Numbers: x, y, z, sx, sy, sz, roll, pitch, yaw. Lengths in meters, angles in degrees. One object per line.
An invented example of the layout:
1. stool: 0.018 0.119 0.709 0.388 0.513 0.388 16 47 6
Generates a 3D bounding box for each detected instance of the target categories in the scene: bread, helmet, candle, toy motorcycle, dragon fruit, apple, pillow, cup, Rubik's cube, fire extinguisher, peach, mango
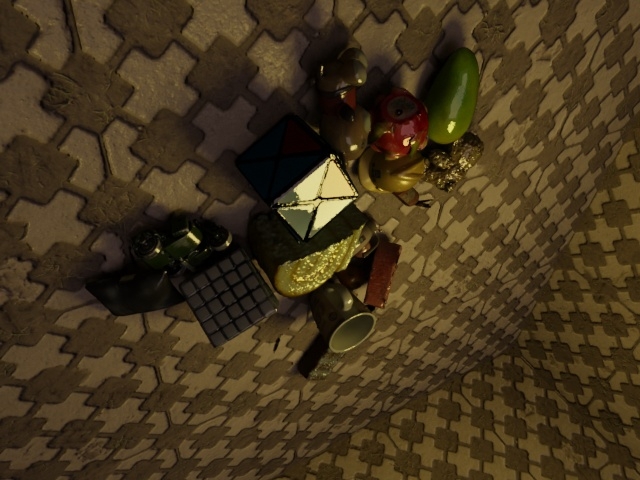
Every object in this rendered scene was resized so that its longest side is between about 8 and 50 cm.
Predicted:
1. bread: -0.041 0.029 1.786 0.395 0.239 0.264 -22 141 -26
2. helmet: 0.276 -0.254 1.796 0.256 0.140 0.205 -14 113 -25
3. bread: 0.064 0.496 2.424 0.165 0.113 0.417 13 118 -48
4. candle: 0.245 0.171 2.159 0.317 0.131 0.287 94 14 -45
5. toy motorcycle: -0.424 0.005 1.540 0.275 0.127 0.205 -32 141 1
6. dragon fruit: 0.247 -0.370 1.657 0.224 0.224 0.227 -28 152 -15
7. apple: 0.132 0.154 2.150 0.099 0.102 0.114 -47 141 11
8. pillow: -0.556 0.163 1.549 0.249 0.106 0.186 -11 143 4
9. cup: 0.064 0.273 2.087 0.227 0.257 0.301 -26 141 -21
10. Rubik's cube: -0.067 -0.184 1.538 0.248 0.246 0.250 -39 142 -1
11. fire extinguisher: 0.357 -0.175 2.010 0.252 0.106 0.075 32 84 -50
12. Rubik's cube: -0.288 0.184 1.658 0.238 0.237 0.237 -33 178 -5
13. peach: 0.166 0.030 2.075 0.083 0.083 0.083 -22 139 -21
14. mango: 0.450 -0.490 1.741 0.192 0.156 0.343 -25 137 -32

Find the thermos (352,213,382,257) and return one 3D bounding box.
1. thermos: 0.155 -0.004 1.999 0.193 0.137 0.105 -38 -176 -13

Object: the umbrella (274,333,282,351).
1. umbrella: -0.192 0.461 2.257 0.022 0.013 0.122 -24 143 -54

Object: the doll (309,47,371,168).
1. doll: 0.062 -0.387 1.504 0.174 0.235 0.330 -5 128 3

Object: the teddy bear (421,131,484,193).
1. teddy bear: 0.517 -0.311 1.974 0.267 0.156 0.256 13 116 -44

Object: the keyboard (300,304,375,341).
1. keyboard: 0.069 0.355 2.267 0.381 0.041 0.103 -26 -173 15
